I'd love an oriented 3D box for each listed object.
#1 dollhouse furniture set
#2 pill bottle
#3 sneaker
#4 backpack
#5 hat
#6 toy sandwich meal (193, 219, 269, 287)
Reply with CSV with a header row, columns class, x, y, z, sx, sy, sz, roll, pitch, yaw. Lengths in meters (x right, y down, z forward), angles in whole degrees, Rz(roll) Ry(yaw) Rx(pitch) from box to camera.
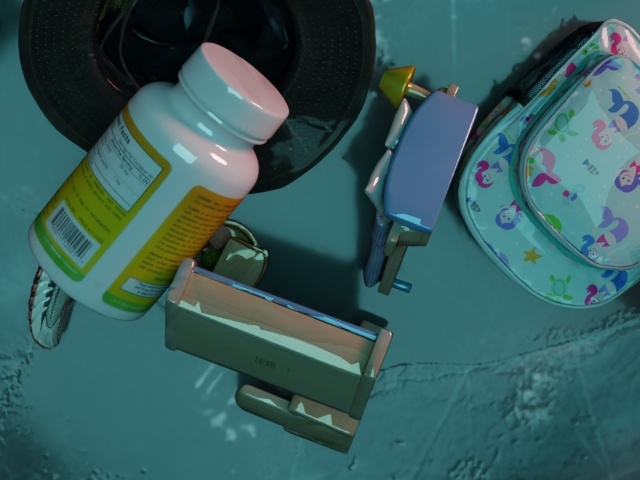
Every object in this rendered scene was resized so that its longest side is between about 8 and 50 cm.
class,x,y,z,sx,sy,sz,roll,pitch,yaw
dollhouse furniture set,0.000,0.000,1.751,0.198,0.286,0.303,21,68,3
pill bottle,-0.143,-0.056,1.657,0.136,0.136,0.245,39,108,-6
sneaker,-0.217,0.010,1.790,0.093,0.088,0.225,29,95,-6
backpack,0.259,-0.061,1.756,0.253,0.191,0.225,-42,97,8
hat,-0.113,-0.203,1.735,0.331,0.134,0.331,0,117,0
toy sandwich meal,-0.096,0.020,1.824,0.086,0.029,0.085,0,97,-2
